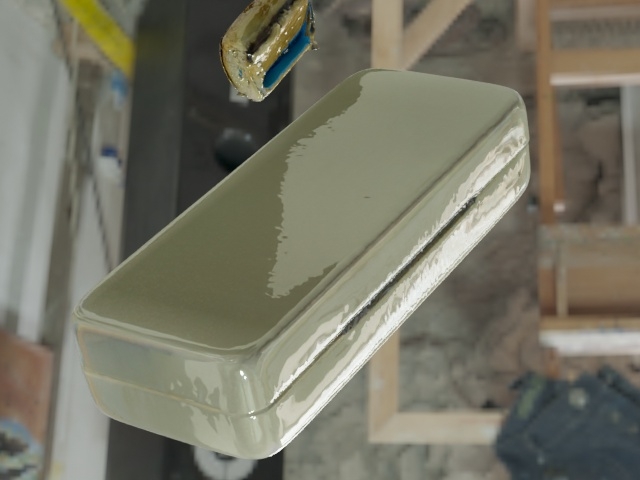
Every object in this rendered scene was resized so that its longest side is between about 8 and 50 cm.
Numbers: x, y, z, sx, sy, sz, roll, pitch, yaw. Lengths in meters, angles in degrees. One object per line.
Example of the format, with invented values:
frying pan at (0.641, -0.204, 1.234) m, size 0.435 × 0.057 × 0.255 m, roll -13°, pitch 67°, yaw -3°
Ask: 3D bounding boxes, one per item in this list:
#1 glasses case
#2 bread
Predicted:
glasses case at (0.000, 0.000, 0.916) m, size 0.131 × 0.313 × 0.070 m, roll 12°, pitch 128°, yaw 32°
bread at (-0.047, -0.180, 1.374) m, size 0.053 × 0.106 × 0.072 m, roll 15°, pitch 140°, yaw 26°
